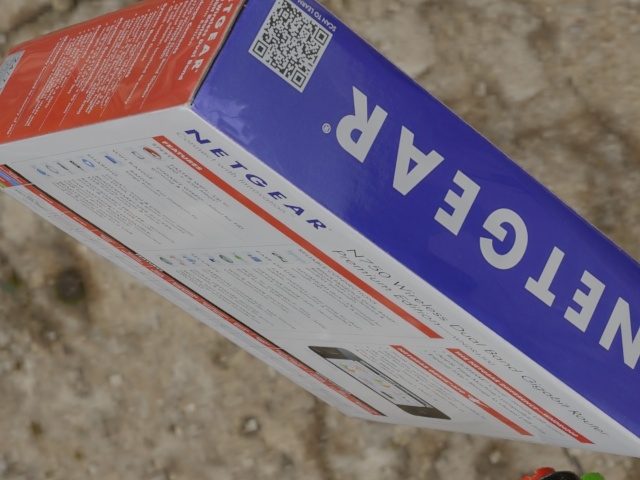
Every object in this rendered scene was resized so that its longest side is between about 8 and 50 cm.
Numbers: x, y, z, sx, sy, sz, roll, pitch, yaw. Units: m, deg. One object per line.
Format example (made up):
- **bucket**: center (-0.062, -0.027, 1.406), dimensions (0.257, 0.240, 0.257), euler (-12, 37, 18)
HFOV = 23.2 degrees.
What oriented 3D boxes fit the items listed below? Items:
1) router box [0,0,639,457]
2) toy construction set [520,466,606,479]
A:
- **router box**: center (0.000, 0.000, 0.868), dimensions (0.301, 0.335, 0.082), euler (-2, 57, 57)
- **toy construction set**: center (0.098, 0.249, 0.943), dimensions (0.151, 0.328, 0.215), euler (45, 138, 27)
